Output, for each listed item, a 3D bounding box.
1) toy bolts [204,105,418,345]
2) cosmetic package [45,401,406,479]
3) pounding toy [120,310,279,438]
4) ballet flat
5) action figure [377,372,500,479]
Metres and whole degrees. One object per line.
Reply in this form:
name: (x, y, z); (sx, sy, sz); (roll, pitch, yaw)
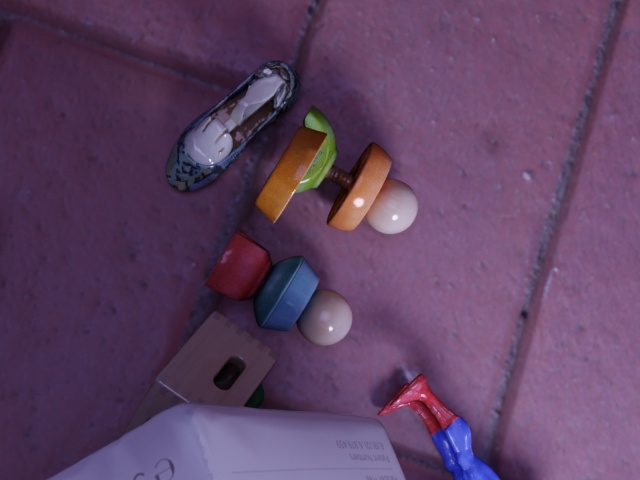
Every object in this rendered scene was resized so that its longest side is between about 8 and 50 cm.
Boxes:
toy bolts: (0.000, 0.000, 1.139); (0.158, 0.218, 0.228); (31, 96, -4)
cosmetic package: (-0.076, 0.378, 0.889); (0.329, 0.327, 0.393); (-31, 67, 20)
pounding toy: (-0.145, 0.206, 1.095); (0.094, 0.206, 0.181); (34, 35, 3)
ballet flat: (-0.098, -0.131, 1.214); (0.070, 0.070, 0.188); (43, 79, 4)
action figure: (0.151, 0.287, 1.138); (0.280, 0.091, 0.139); (44, 72, 6)
